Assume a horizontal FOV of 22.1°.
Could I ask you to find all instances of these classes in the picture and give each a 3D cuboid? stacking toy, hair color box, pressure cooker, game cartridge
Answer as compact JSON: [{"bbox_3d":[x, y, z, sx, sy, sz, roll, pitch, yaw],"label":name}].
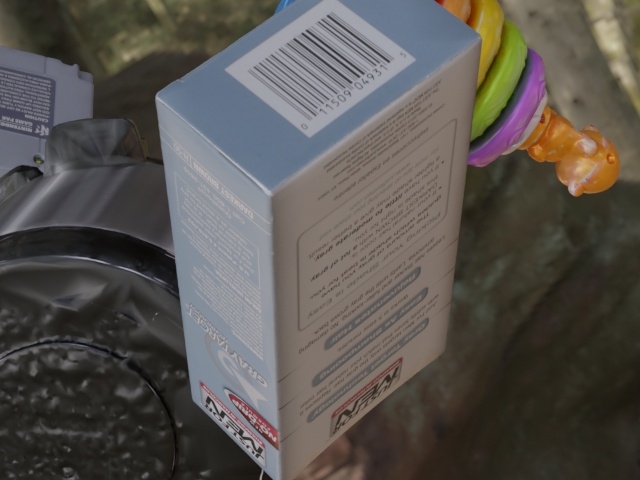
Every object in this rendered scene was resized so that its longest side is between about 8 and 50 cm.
[{"bbox_3d":[0.117,-0.125,1.289,0.165,0.302,0.175,-30,35,54],"label":"stacking toy"},{"bbox_3d":[0.000,0.000,1.153,0.185,0.374,0.113,-37,62,-24],"label":"hair color box"},{"bbox_3d":[-0.198,0.107,1.548,0.370,0.375,0.420,-52,7,14],"label":"pressure cooker"},{"bbox_3d":[-0.405,-0.147,1.860,0.196,0.294,0.060,-96,26,-42],"label":"game cartridge"}]
